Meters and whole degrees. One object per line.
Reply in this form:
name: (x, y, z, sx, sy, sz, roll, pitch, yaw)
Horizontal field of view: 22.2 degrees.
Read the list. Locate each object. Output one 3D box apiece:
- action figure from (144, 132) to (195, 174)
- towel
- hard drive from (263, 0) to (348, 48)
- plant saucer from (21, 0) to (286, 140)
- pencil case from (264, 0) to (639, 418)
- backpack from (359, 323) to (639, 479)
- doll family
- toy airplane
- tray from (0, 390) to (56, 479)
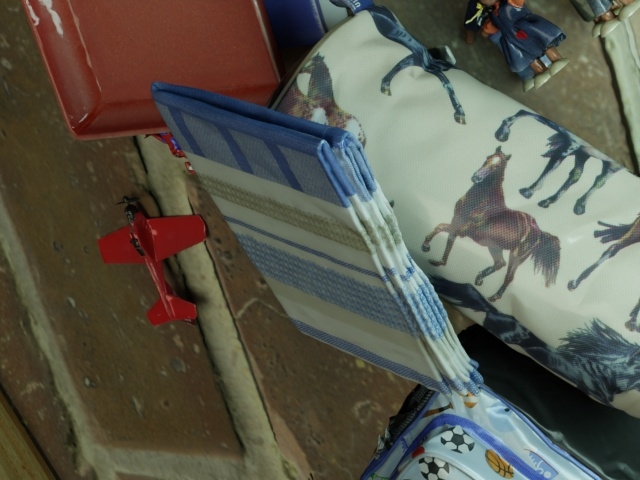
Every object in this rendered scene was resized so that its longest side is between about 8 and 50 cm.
action figure: (-0.148, -0.107, 1.506, 0.115, 0.030, 0.038, 49, 151, -13)
towel: (0.000, 0.000, 1.233, 0.209, 0.034, 0.285, 19, 150, 44)
hard drive: (-0.139, -0.258, 1.406, 0.318, 0.040, 0.210, -1, 115, 37)
plant saucer: (-0.149, -0.219, 1.375, 0.259, 0.048, 0.258, -2, 114, 39)
pencil case: (0.151, -0.025, 1.239, 0.410, 0.183, 0.160, 34, 154, 11)
backpack: (0.155, 0.225, 1.379, 0.276, 0.213, 0.263, 41, 141, 7)
doll family: (0.157, -0.183, 1.211, 0.111, 0.076, 0.193, 47, 137, -3)
toy airplane: (-0.164, 0.025, 1.605, 0.151, 0.028, 0.151, 17, 124, 27)
tray: (-0.448, 0.210, 1.900, 0.203, 0.076, 0.411, -22, 103, 42)
